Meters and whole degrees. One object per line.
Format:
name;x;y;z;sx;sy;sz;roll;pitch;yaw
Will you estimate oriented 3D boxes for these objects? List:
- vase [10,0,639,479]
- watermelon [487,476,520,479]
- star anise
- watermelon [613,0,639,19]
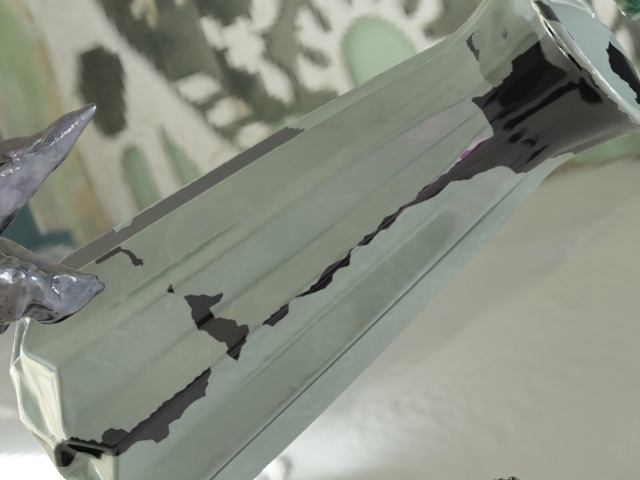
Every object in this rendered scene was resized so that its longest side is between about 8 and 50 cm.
vase;0.000;0.000;0.941;0.360;0.165;0.165;-38;-174;20
watermelon;0.057;0.134;0.747;0.092;0.075;0.181;12;-170;12
star anise;-0.177;0.001;0.719;0.180;0.204;0.061;-53;-142;15
watermelon;0.200;-0.174;0.974;0.121;0.098;0.158;-15;176;16
